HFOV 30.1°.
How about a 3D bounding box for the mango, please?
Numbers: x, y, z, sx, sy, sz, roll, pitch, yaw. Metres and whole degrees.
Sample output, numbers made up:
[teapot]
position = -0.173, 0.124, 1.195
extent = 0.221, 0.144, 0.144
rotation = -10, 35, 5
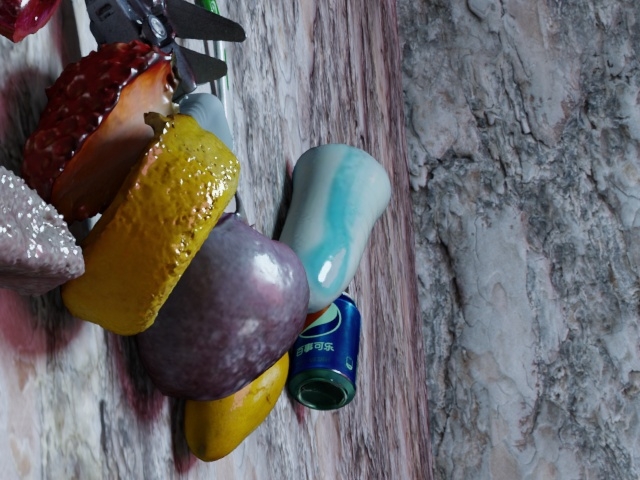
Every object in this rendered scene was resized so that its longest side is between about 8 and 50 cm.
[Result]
[mango]
position = -0.113, 0.196, 1.543
extent = 0.219, 0.112, 0.145
rotation = -64, 161, -49

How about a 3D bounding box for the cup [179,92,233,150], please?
[cup]
position = -0.176, -0.134, 1.482
extent = 0.129, 0.095, 0.128
rotation = -66, 147, -62

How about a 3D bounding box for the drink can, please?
[drink can]
position = 0.010, 0.187, 2.055
extent = 0.205, 0.118, 0.118
rotation = -84, 161, -45

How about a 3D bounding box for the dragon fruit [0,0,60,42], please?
[dragon fruit]
position = -0.278, -0.308, 1.115
extent = 0.211, 0.134, 0.262
rotation = 96, 15, -82

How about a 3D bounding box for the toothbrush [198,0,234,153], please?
[toothbrush]
position = -0.165, -0.333, 1.767
extent = 0.042, 0.040, 0.418
rotation = -48, 134, -74

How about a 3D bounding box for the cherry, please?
[cherry]
position = -0.117, 0.068, 1.411
extent = 0.213, 0.183, 0.266
rotation = 28, 87, -31

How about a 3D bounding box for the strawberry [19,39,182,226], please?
[strawberry]
position = -0.241, -0.116, 1.199
extent = 0.236, 0.111, 0.190
rotation = -48, 163, -50

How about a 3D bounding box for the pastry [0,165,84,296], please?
[pastry]
position = -0.285, -0.010, 0.969
extent = 0.265, 0.102, 0.112
rotation = 9, 68, -78

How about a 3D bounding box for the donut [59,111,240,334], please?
[donut]
position = -0.173, -0.016, 1.200
extent = 0.253, 0.118, 0.253
rotation = -57, -174, 10

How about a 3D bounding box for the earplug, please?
[earplug]
position = 0.000, 0.000, 2.047
extent = 0.324, 0.185, 0.185
rotation = -69, 151, -47

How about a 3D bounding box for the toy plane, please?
[toy plane]
position = -0.224, -0.260, 1.301
extent = 0.267, 0.212, 0.088
rotation = 56, 21, -9
